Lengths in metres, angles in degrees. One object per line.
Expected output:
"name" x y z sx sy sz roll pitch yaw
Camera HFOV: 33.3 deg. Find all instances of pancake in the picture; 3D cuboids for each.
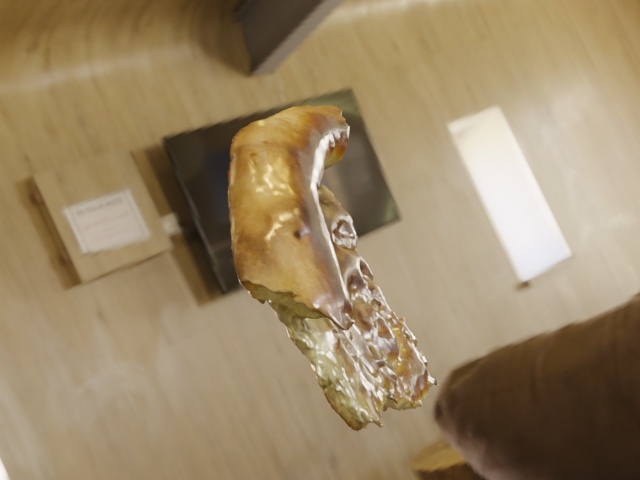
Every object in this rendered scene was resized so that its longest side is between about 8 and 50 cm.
"pancake" 0.000 0.000 0.695 0.056 0.257 0.212 -33 -21 19
